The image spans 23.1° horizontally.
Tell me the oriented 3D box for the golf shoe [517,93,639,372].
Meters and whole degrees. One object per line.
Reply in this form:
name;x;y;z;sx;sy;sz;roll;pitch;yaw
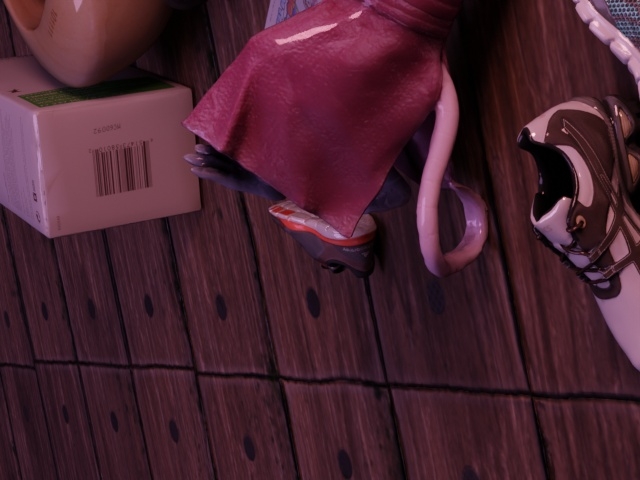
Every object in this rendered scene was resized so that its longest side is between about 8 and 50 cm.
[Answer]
golf shoe;0.184;0.002;1.056;0.077;0.094;0.198;-23;81;63

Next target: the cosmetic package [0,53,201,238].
cosmetic package;-0.305;-0.125;1.885;0.365;0.197;0.155;26;124;57

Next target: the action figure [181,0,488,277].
action figure;0.057;-0.176;1.127;0.276;0.248;0.370;34;112;11

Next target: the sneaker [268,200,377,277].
sneaker;0.000;0.000;1.473;0.158;0.061;0.065;27;131;59

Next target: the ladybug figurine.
ladybug figurine;-0.282;-0.374;1.762;0.449;0.162;0.305;64;152;26

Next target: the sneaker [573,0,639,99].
sneaker;0.219;-0.137;0.978;0.076;0.065;0.166;-51;57;39

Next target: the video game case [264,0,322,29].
video game case;-0.011;-0.183;1.457;0.143;0.019;0.157;58;148;35

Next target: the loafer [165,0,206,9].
loafer;-0.147;-0.342;1.612;0.078;0.080;0.220;165;102;-69
